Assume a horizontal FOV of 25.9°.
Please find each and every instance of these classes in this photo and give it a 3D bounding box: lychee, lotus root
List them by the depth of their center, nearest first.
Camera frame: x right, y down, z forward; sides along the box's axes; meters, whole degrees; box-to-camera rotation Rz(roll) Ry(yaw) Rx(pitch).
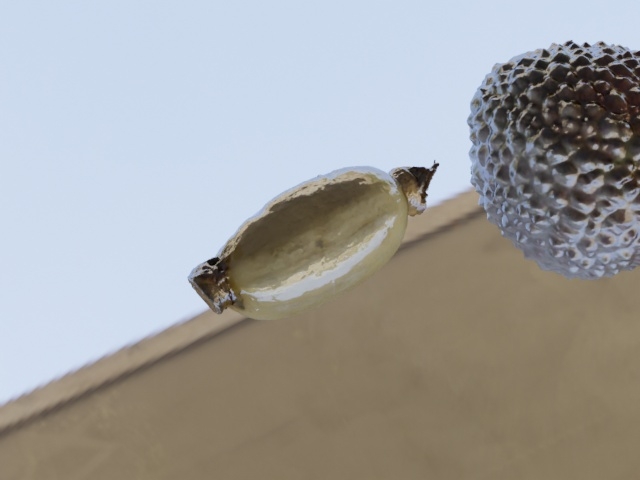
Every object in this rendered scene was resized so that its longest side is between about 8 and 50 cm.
[{"bbox_3d":[0.000,0.000,0.733,0.150,0.073,0.062,-28,-97,-22],"label":"lotus root"},{"bbox_3d":[0.188,-0.050,0.939,0.197,0.165,0.165,35,-111,-13],"label":"lychee"}]
